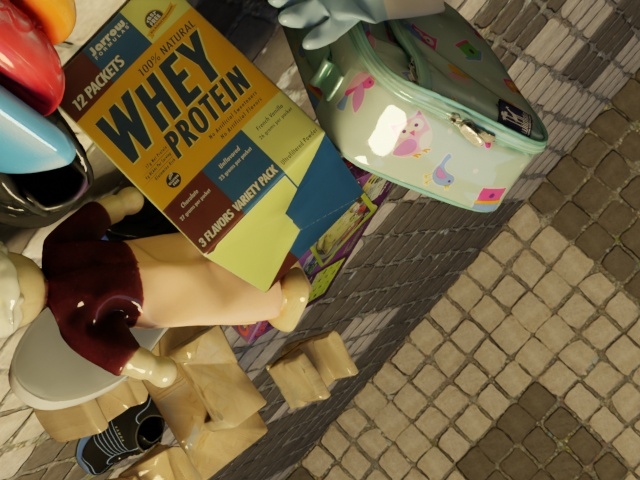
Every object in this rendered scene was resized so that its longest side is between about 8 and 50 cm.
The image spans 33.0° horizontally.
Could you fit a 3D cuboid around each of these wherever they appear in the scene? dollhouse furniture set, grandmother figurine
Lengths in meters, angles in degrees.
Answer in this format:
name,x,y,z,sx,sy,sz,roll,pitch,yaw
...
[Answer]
name,x,y,z,sx,sy,sz,roll,pitch,yaw
dollhouse furniture set,-0.143,0.272,1.442,0.362,0.394,0.256,-33,-173,-37
grandmother figurine,-0.182,0.046,1.007,0.342,0.208,0.104,0,137,-30

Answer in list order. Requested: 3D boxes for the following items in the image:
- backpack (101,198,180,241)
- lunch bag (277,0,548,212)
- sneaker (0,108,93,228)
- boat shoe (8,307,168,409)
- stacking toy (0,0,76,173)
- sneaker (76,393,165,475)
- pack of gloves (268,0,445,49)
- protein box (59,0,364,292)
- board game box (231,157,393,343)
name,x,y,z,sx,sy,sz,roll,pitch,yaw
backpack,-0.173,0.000,1.139,0.120,0.098,0.101,-37,-169,-30
lunch bag,0.078,-0.157,1.011,0.224,0.279,0.108,22,120,-33
sneaker,-0.226,-0.051,0.817,0.107,0.124,0.283,-42,164,-12
boat shoe,-0.234,0.099,1.197,0.105,0.113,0.306,-52,180,41
stacking toy,-0.163,-0.204,0.601,0.166,0.175,0.302,40,76,-43
sneaker,-0.279,0.281,1.551,0.081,0.090,0.232,-29,156,-47
pack of gloves,0.005,-0.263,0.887,0.046,0.195,0.232,-4,-164,40
protein box,-0.091,-0.084,0.940,0.136,0.201,0.200,-46,164,0
board game box,0.000,0.000,1.665,0.208,0.056,0.347,-34,160,-49
